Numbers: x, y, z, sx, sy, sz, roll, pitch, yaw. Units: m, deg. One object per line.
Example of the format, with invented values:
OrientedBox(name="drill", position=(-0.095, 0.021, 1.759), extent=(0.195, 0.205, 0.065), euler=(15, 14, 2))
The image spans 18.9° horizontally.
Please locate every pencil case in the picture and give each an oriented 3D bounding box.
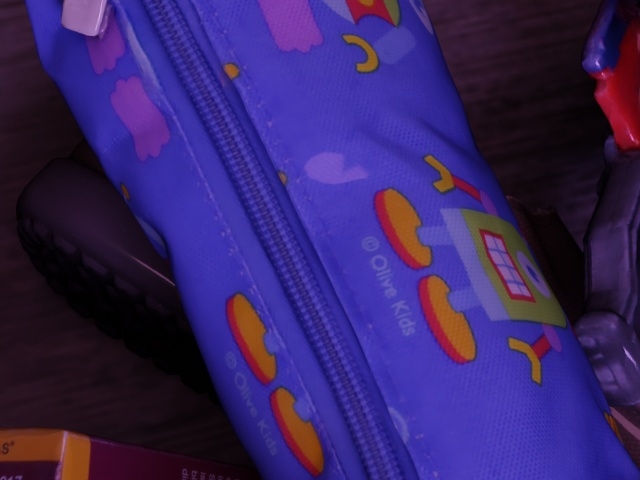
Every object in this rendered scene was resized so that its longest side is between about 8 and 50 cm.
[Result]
OrientedBox(name="pencil case", position=(0.000, 0.000, 0.583), extent=(0.119, 0.133, 0.306), euler=(-31, 72, 20))

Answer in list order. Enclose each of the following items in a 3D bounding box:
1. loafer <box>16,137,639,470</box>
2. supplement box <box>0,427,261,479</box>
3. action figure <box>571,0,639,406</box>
OrientedBox(name="loafer", position=(0.070, 0.044, 0.704), extent=(0.366, 0.134, 0.130), euler=(33, 75, -3))
OrientedBox(name="supplement box", position=(-0.065, 0.113, 0.627), extent=(0.104, 0.188, 0.080), euler=(-4, 75, 33))
OrientedBox(name="action figure", position=(0.226, -0.059, 0.701), extent=(0.330, 0.178, 0.341), euler=(37, 47, -24))
